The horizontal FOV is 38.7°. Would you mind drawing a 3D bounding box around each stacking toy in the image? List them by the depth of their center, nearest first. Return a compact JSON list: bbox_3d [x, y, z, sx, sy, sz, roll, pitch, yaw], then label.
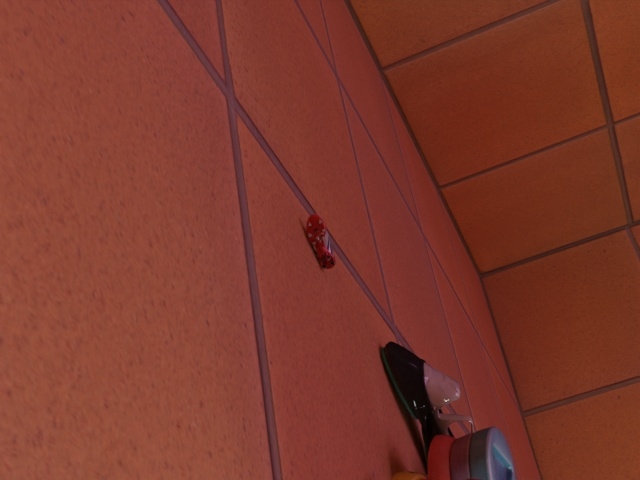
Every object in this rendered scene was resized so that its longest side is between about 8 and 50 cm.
[{"bbox_3d":[0.209,0.391,1.155,0.309,0.130,0.280,-19,95,-67],"label":"stacking toy"}]

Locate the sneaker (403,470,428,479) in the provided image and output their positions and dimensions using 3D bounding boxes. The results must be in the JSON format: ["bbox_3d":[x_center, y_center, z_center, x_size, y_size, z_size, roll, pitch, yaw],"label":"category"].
[{"bbox_3d":[0.119,0.354,1.206,0.109,0.043,0.040,-76,-170,-51],"label":"sneaker"}]

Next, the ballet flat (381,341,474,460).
[{"bbox_3d":[0.190,0.277,1.465,0.095,0.096,0.281,-65,133,-72],"label":"ballet flat"}]

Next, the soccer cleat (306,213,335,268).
[{"bbox_3d":[0.000,0.000,1.251,0.036,0.029,0.083,-101,171,-70],"label":"soccer cleat"}]
